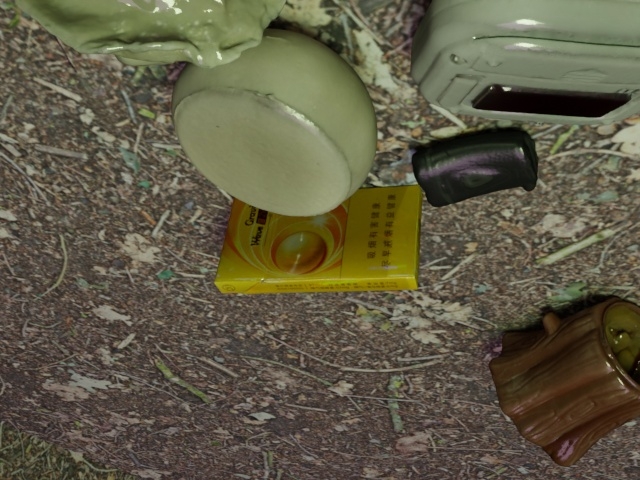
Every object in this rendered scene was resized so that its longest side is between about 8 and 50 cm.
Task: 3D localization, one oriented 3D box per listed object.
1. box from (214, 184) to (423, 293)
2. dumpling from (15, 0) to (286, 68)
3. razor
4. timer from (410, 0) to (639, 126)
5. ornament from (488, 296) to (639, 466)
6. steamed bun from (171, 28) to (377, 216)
[{"bbox_3d":[0.000,0.000,1.025,0.270,0.152,0.043,-2,143,16],"label":"box"},{"bbox_3d":[-0.167,-0.228,0.707,0.258,0.193,0.147,14,143,3],"label":"dumpling"},{"bbox_3d":[0.192,-0.091,0.937,0.148,0.054,0.090,-11,140,25],"label":"razor"},{"bbox_3d":[0.222,-0.171,0.707,0.262,0.086,0.237,4,174,-3],"label":"timer"},{"bbox_3d":[0.428,0.214,1.204,0.221,0.235,0.217,1,150,-35],"label":"ornament"},{"bbox_3d":[-0.043,-0.141,0.842,0.232,0.145,0.231,18,151,11],"label":"steamed bun"}]
